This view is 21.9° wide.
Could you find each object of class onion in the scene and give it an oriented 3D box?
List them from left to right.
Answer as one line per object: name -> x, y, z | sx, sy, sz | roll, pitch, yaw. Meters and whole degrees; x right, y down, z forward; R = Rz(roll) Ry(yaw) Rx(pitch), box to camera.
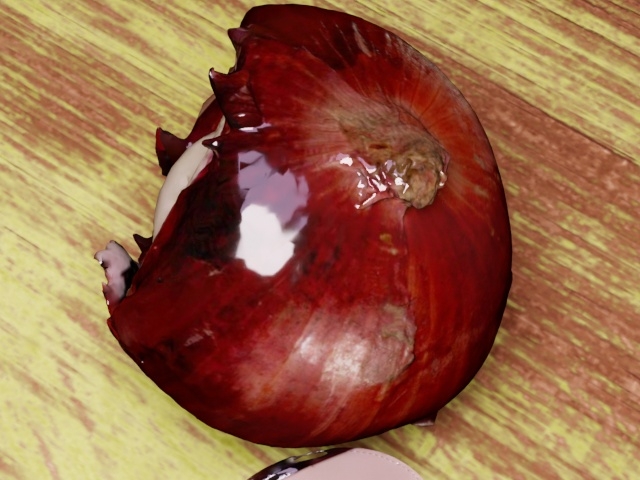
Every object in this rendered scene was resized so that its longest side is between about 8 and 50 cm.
onion -> -0.005, 0.006, 1.264 | 0.341, 0.341, 0.341 | -1, 63, 2

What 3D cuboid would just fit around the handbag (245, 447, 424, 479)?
handbag -> 0.007, 0.248, 1.236 | 0.205, 0.116, 0.179 | -23, 64, -9
